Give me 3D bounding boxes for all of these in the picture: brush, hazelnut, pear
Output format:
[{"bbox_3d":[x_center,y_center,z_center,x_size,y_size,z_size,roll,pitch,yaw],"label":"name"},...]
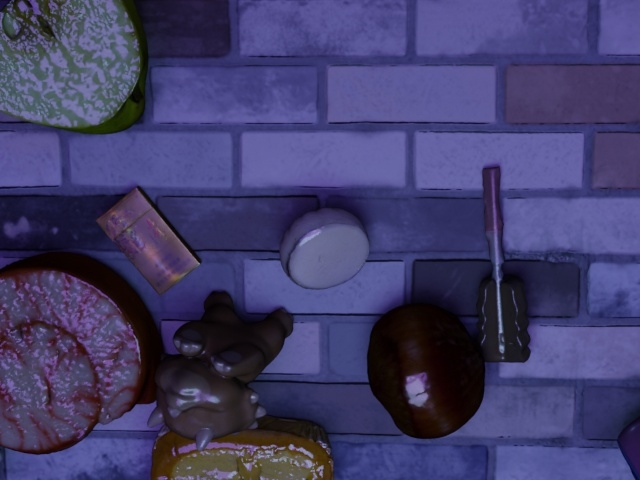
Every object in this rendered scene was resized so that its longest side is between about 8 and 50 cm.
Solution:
[{"bbox_3d":[0.269,0.039,1.835,0.084,0.071,0.300,-3,97,8],"label":"brush"},{"bbox_3d":[0.158,0.191,1.821,0.178,0.178,0.204,-25,65,9],"label":"hazelnut"},{"bbox_3d":[-0.352,-0.277,1.760,0.293,0.159,0.292,2,106,5],"label":"pear"}]

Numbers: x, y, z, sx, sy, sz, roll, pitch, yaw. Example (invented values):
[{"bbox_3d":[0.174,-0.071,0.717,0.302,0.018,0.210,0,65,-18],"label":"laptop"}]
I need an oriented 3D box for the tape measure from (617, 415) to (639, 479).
[{"bbox_3d":[0.558,0.359,1.801,0.149,0.231,0.245,-33,116,11],"label":"tape measure"}]

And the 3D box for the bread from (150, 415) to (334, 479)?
[{"bbox_3d":[-0.120,0.353,1.903,0.288,0.119,0.152,6,107,3],"label":"bread"}]

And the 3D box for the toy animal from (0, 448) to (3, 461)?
[{"bbox_3d":[-0.657,0.375,1.911,0.325,0.154,0.208,-5,135,10],"label":"toy animal"}]

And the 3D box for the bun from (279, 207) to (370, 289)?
[{"bbox_3d":[0.000,0.000,1.830,0.138,0.094,0.138,-11,134,-12],"label":"bun"}]

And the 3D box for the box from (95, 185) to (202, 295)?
[{"bbox_3d":[-0.266,0.001,1.881,0.089,0.022,0.156,-36,98,10],"label":"box"}]

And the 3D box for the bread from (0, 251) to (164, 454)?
[{"bbox_3d":[-0.424,0.173,1.883,0.328,0.114,0.295,-26,100,10],"label":"bread"}]

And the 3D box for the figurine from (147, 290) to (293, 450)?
[{"bbox_3d":[-0.156,0.208,1.820,0.177,0.247,0.173,16,113,1],"label":"figurine"}]
